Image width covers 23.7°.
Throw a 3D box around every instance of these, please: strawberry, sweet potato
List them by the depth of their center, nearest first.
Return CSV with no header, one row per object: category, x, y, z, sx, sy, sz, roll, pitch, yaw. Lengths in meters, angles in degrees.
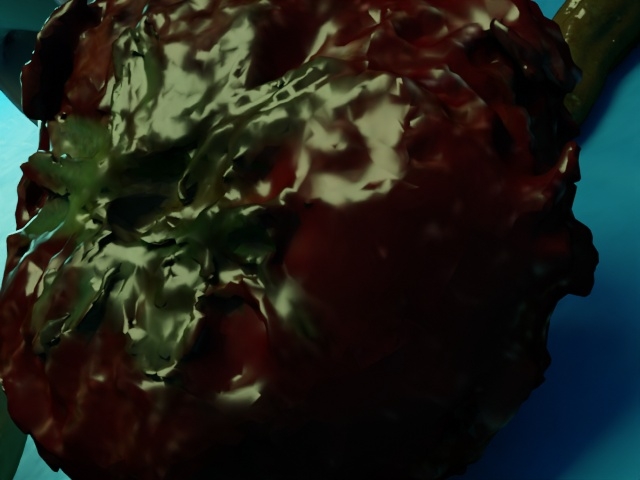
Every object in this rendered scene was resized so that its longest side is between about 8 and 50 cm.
strawberry,0.000,0.000,0.664,0.274,0.220,0.274,-10,67,24
sweet potato,0.154,-0.111,0.885,0.182,0.054,0.053,-52,-12,-30

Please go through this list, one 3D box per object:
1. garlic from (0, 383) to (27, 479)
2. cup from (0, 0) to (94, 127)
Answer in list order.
garlic,-0.320,0.169,0.892,0.338,0.151,0.196,-31,-7,26
cup,-0.153,-0.243,1.413,0.327,0.237,0.323,-46,-6,-27
